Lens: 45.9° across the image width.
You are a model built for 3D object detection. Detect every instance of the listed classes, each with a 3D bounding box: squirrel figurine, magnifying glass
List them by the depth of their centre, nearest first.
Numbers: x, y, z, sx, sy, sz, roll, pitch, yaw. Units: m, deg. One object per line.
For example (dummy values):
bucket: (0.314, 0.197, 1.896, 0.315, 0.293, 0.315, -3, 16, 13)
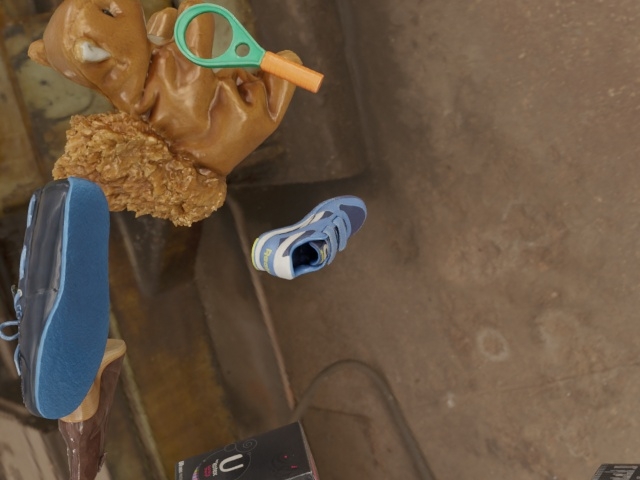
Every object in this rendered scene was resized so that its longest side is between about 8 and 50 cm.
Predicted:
magnifying glass: (-0.105, -0.275, 1.108, 0.231, 0.026, 0.092, 24, 88, 2)
squirrel figurine: (-0.294, -0.222, 1.257, 0.281, 0.370, 0.397, 21, 90, 42)

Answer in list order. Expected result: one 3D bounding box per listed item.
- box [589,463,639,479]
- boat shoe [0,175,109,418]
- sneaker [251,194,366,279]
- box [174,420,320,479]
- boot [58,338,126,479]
box: (0.486, 0.375, 0.905, 0.270, 0.060, 0.216, -18, 99, 48)
boat shoe: (-0.287, 0.062, 0.833, 0.089, 0.109, 0.258, 0, 76, 29)
sneaker: (0.000, 0.000, 0.796, 0.059, 0.144, 0.053, 25, 137, 47)
box: (-0.137, 0.496, 1.492, 0.165, 0.270, 0.143, -115, 8, -65)
boot: (-0.416, 0.304, 1.382, 0.090, 0.248, 0.206, 2, 103, 2)
